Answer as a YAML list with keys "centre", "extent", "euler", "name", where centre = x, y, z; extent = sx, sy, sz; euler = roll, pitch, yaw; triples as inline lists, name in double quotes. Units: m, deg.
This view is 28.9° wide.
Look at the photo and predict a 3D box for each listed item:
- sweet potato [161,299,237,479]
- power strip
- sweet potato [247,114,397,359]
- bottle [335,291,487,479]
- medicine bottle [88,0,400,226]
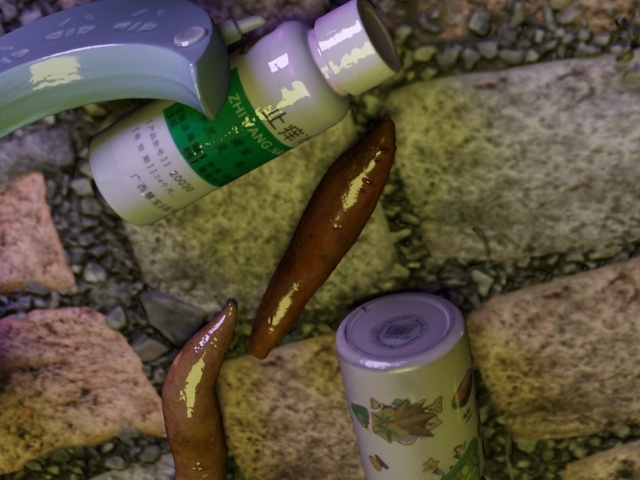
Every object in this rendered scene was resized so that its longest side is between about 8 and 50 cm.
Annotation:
- centre: [-0.122, 0.184, 1.204]
  extent: [0.067, 0.059, 0.281]
  euler: [2, 123, -6]
  name: "sweet potato"
- centre: [-0.165, -0.132, 0.951]
  extent: [0.253, 0.167, 0.054]
  euler: [-11, 126, 8]
  name: "power strip"
- centre: [0.001, 0.000, 1.082]
  extent: [0.057, 0.057, 0.264]
  euler: [24, 121, -9]
  name: "sweet potato"
- centre: [0.092, 0.179, 1.147]
  extent: [0.120, 0.120, 0.253]
  euler: [-7, 122, 10]
  name: "bottle"
- centre: [-0.062, -0.105, 1.001]
  extent: [0.260, 0.095, 0.095]
  euler: [-29, 115, 21]
  name: "medicine bottle"
